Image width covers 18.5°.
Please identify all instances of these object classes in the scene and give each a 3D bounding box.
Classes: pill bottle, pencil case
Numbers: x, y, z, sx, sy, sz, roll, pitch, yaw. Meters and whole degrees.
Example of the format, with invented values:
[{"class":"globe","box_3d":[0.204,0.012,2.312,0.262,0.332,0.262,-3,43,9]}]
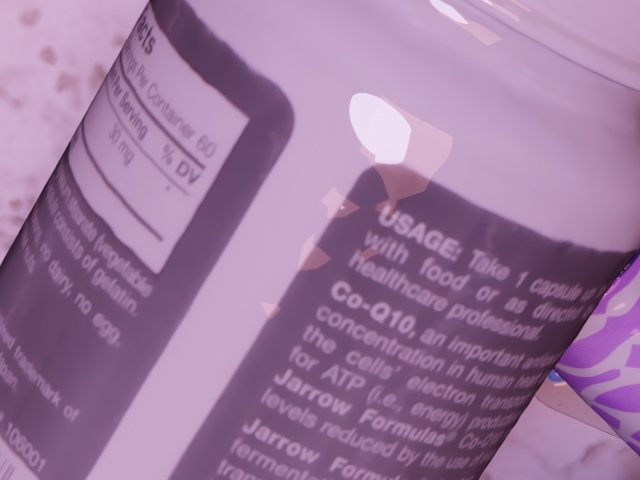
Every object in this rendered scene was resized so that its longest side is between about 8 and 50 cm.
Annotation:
[{"class":"pill bottle","box_3d":[0.000,0.000,0.747,0.204,0.204,0.361,30,107,-8]},{"class":"pencil case","box_3d":[0.169,0.063,0.842,0.206,0.086,0.088,46,69,-20]}]

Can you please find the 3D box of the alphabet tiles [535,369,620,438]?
[{"class":"alphabet tiles","box_3d":[0.061,-0.030,0.855,0.278,0.021,0.284,25,108,-6]}]
